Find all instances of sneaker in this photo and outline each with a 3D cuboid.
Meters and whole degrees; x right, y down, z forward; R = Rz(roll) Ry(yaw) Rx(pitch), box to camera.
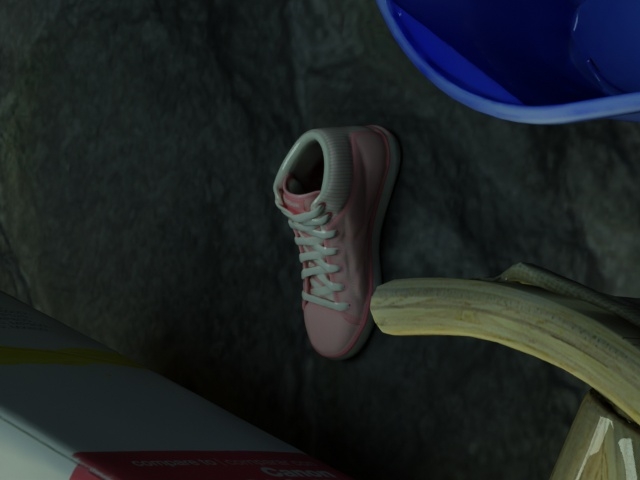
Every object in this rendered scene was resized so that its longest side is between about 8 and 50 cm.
[{"bbox_3d":[0.000,0.000,0.924,0.051,0.070,0.134,16,98,41],"label":"sneaker"}]

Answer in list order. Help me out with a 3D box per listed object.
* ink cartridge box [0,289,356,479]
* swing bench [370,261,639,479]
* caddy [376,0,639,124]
[{"bbox_3d":[-0.156,0.197,0.832,0.385,0.160,0.279,22,102,43],"label":"ink cartridge box"},{"bbox_3d":[0.142,0.142,0.503,0.165,0.253,0.254,10,95,44],"label":"swing bench"},{"bbox_3d":[0.166,-0.170,0.708,0.341,0.179,0.241,-6,82,43],"label":"caddy"}]
